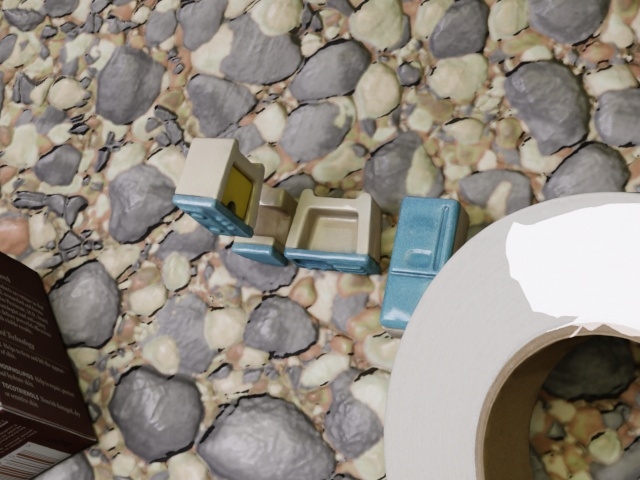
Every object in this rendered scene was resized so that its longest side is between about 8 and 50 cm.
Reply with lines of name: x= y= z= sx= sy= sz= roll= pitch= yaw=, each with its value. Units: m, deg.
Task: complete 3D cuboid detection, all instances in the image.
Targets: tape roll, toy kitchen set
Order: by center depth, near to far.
tape roll: x=0.214 y=0.157 z=0.809 sx=0.392 sy=0.072 sz=0.391 roll=2 pitch=93 yaw=42
toy kitchen set: x=0.000 y=0.000 z=0.987 sx=0.207 sy=0.166 sz=0.122 roll=4 pitch=73 yaw=22

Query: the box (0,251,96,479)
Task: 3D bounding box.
box: x=-0.342 y=0.124 z=1.070 sx=0.169 sy=0.167 sz=0.203 roll=-31 pitch=64 yaw=8
